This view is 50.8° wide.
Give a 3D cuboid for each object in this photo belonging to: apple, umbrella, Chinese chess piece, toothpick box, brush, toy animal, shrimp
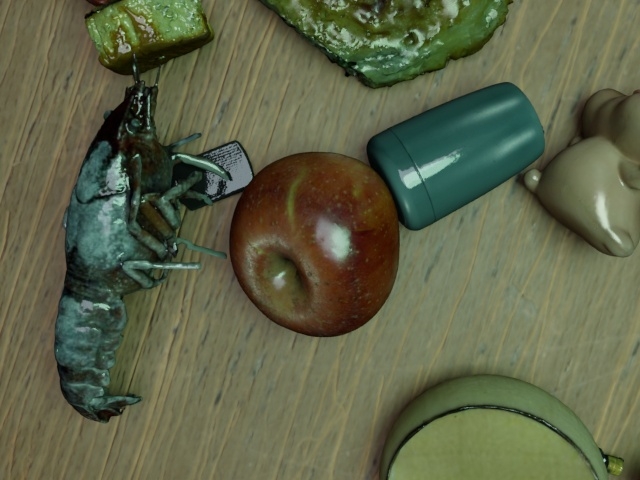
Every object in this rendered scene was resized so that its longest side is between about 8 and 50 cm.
[{"bbox_3d":[0.000,0.000,0.746,0.201,0.162,0.201,18,125,27],"label":"apple"},{"bbox_3d":[0.286,0.247,0.800,0.144,0.037,0.040,19,77,6],"label":"umbrella"},{"bbox_3d":[0.189,0.275,0.752,0.250,0.103,0.250,2,98,14],"label":"Chinese chess piece"},{"bbox_3d":[0.156,-0.101,0.769,0.184,0.120,0.120,-27,89,-1],"label":"toothpick box"},{"bbox_3d":[-0.176,-0.063,0.834,0.193,0.016,0.063,-21,88,2],"label":"brush"},{"bbox_3d":[0.345,-0.085,0.741,0.197,0.171,0.171,-43,88,4],"label":"toy animal"},{"bbox_3d":[-0.218,0.011,0.759,0.221,0.166,0.410,20,90,31],"label":"shrimp"}]

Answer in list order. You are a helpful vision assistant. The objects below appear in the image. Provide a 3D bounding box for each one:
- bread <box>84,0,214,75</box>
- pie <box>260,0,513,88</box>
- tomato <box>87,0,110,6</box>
[{"bbox_3d":[-0.191,-0.243,0.775,0.128,0.140,0.069,-22,97,8],"label":"bread"},{"bbox_3d":[0.066,-0.352,0.782,0.354,0.103,0.288,41,98,0],"label":"pie"},{"bbox_3d":[-0.239,-0.357,0.805,0.166,0.082,0.174,26,88,2],"label":"tomato"}]
